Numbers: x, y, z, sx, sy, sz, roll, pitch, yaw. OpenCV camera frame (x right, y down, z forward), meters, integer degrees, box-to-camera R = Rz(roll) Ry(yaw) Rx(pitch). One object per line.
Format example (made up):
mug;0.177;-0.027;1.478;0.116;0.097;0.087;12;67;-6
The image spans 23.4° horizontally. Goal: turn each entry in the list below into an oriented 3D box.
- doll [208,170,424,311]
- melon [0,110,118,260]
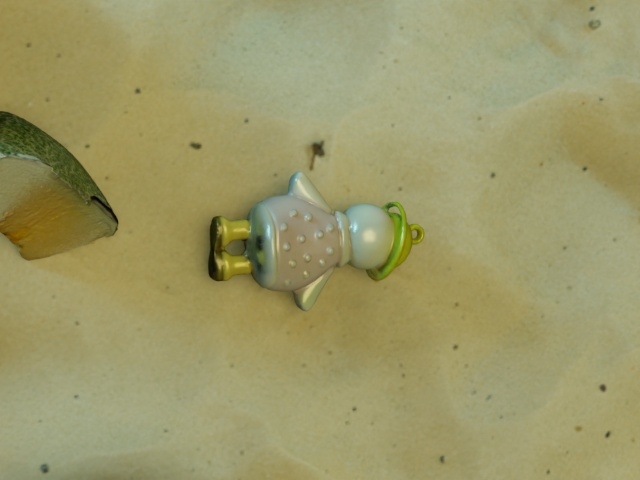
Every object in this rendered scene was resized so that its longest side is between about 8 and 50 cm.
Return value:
doll;0.000;0.000;1.416;0.207;0.081;0.129;-4;97;-20
melon;-0.260;-0.059;1.326;0.093;0.202;0.139;-35;64;3
